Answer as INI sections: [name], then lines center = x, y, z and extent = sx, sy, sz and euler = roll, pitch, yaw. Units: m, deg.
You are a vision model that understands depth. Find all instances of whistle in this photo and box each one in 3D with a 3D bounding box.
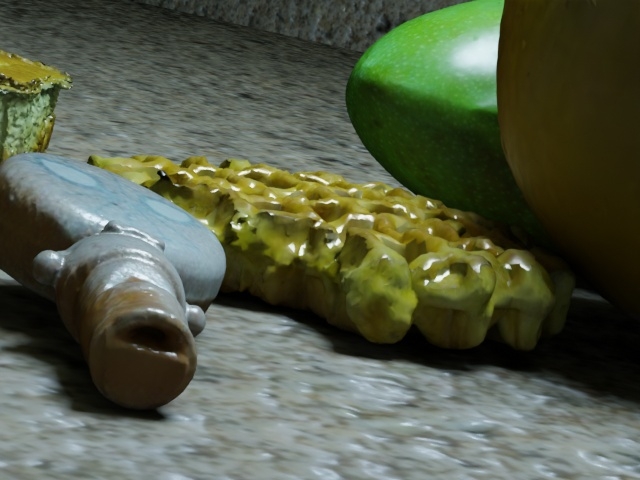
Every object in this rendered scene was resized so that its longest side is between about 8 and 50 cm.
[whistle]
center = -0.084, 0.015, 0.738
extent = 0.107, 0.057, 0.220
euler = 22, 9, -19

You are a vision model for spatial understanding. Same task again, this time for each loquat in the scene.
[loquat]
center = 0.245, -0.077, 0.941
extent = 0.328, 0.359, 0.328
euler = -1, 49, 1

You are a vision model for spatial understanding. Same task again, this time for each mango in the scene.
[mango]
center = 0.200, -0.075, 1.182
extent = 0.382, 0.201, 0.225
euler = 5, 19, -17

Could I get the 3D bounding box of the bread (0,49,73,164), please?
[bread]
center = -0.232, -0.087, 1.148
extent = 0.140, 0.069, 0.128
euler = 15, 10, 2

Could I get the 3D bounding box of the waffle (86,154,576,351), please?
[waffle]
center = 0.000, 0.001, 0.921
extent = 0.253, 0.056, 0.249
euler = 13, 8, 2
